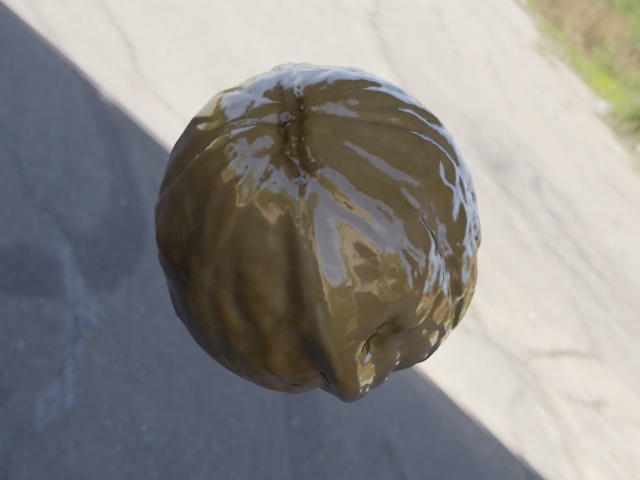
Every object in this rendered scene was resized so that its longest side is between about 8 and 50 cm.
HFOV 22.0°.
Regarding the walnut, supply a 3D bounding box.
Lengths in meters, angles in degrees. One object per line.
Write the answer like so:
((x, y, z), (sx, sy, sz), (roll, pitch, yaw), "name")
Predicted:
((0.000, 0.000, 1.122), (0.225, 0.225, 0.261), (55, -12, 39), "walnut")
